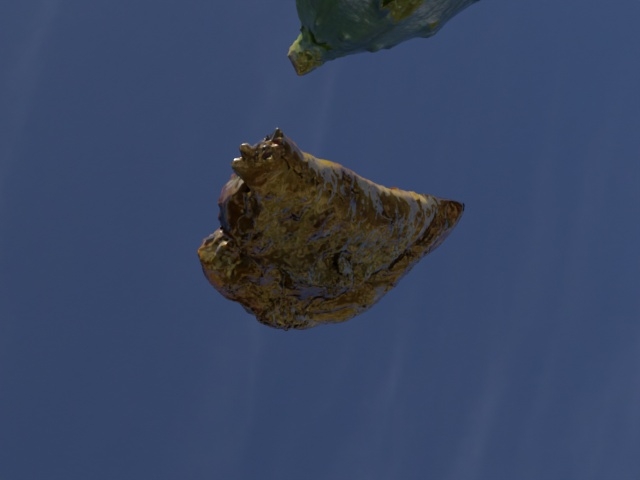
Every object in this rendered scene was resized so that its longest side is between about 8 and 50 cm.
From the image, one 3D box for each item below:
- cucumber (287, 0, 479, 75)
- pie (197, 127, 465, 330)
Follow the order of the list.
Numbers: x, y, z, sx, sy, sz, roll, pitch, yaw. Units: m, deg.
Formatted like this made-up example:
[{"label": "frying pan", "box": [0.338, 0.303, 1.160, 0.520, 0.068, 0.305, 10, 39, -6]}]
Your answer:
[{"label": "cucumber", "box": [0.048, -0.171, 0.895, 0.134, 0.244, 0.134, 20, -136, -20]}, {"label": "pie", "box": [0.000, 0.000, 0.802, 0.092, 0.034, 0.170, -56, -35, 8]}]
